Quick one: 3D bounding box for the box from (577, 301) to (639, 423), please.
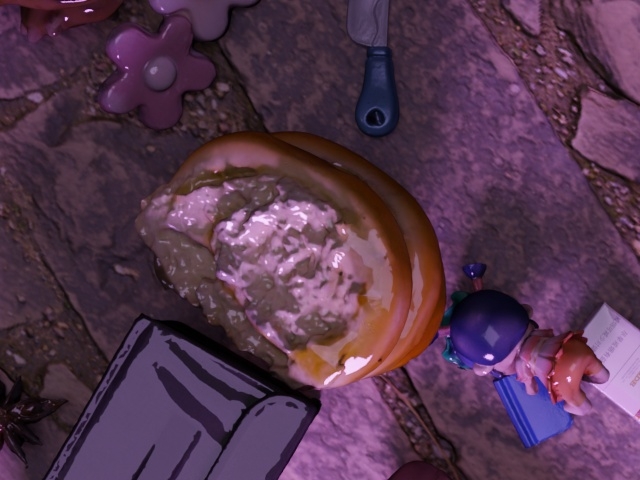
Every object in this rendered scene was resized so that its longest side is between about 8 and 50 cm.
[{"bbox_3d":[0.350,0.147,1.815,0.154,0.040,0.084,39,89,4],"label":"box"}]

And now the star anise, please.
[{"bbox_3d":[-0.347,0.203,1.841,0.129,0.056,0.124,-22,66,-1],"label":"star anise"}]

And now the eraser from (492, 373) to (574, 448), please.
[{"bbox_3d":[0.240,0.183,1.825,0.063,0.027,0.084,-25,86,0],"label":"eraser"}]

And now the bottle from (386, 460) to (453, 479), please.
[{"bbox_3d":[0.167,0.348,1.776,0.253,0.120,0.120,42,90,4],"label":"bottle"}]

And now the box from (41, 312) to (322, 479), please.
[{"bbox_3d":[-0.170,0.271,1.734,0.204,0.251,0.345,30,88,4],"label":"box"}]

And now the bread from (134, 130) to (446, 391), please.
[{"bbox_3d":[0.000,0.000,1.725,0.316,0.270,0.211,42,117,23],"label":"bread"}]

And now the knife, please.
[{"bbox_3d":[0.058,-0.238,1.856,0.058,0.032,0.244,-4,83,11],"label":"knife"}]

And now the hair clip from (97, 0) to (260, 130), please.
[{"bbox_3d":[-0.158,-0.246,1.832,0.146,0.075,0.257,31,82,-40],"label":"hair clip"}]

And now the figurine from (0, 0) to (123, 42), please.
[{"bbox_3d":[-0.323,-0.309,1.805,0.247,0.173,0.177,-15,91,-12],"label":"figurine"}]

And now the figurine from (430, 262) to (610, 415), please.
[{"bbox_3d":[0.215,0.108,1.777,0.195,0.102,0.111,19,64,30],"label":"figurine"}]
